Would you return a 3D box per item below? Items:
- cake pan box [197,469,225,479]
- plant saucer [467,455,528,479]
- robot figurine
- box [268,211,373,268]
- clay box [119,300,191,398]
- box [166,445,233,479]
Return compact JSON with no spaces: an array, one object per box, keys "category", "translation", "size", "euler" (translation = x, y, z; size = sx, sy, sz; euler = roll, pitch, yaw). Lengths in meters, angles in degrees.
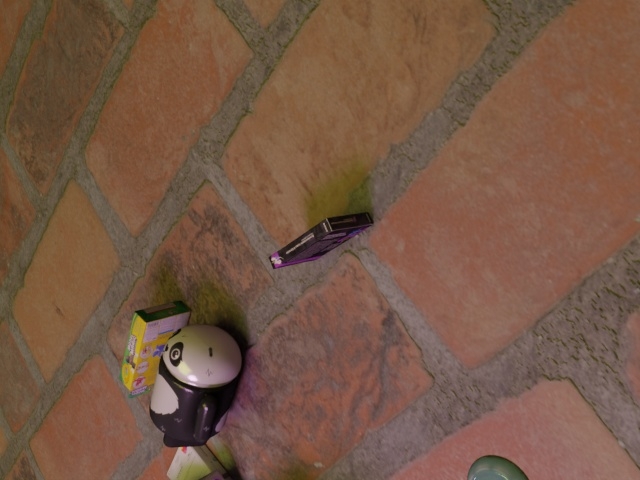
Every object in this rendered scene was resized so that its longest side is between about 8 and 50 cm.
[{"category":"cake pan box","translation":[-0.249,0.664,1.579],"size":[0.246,0.070,0.266],"euler":[-36,87,31]},{"category":"plant saucer","translation":[0.286,0.410,1.144],"size":[0.119,0.021,0.119],"euler":[9,104,39]},{"category":"robot figurine","translation":[-0.270,0.310,1.502],"size":[0.209,0.174,0.278],"euler":[28,116,20]},{"category":"box","translation":[0.000,0.000,1.251],"size":[0.162,0.116,0.029],"euler":[-31,77,39]},{"category":"clay box","translation":[-0.383,0.252,1.621],"size":[0.053,0.128,0.221],"euler":[36,119,31]},{"category":"box","translation":[-0.275,0.564,1.646],"size":[0.186,0.038,0.145],"euler":[41,122,26]}]
